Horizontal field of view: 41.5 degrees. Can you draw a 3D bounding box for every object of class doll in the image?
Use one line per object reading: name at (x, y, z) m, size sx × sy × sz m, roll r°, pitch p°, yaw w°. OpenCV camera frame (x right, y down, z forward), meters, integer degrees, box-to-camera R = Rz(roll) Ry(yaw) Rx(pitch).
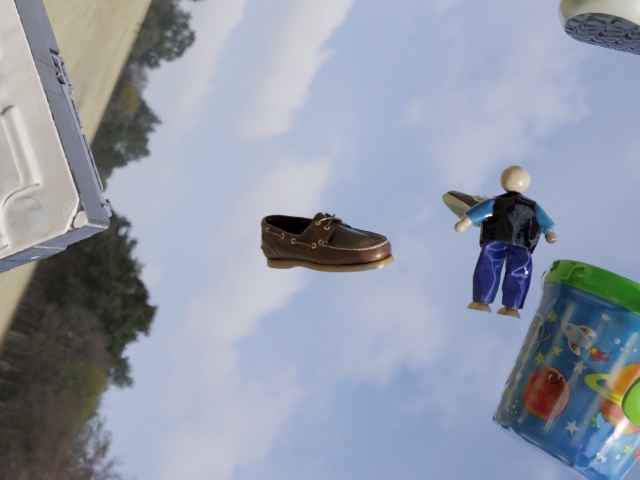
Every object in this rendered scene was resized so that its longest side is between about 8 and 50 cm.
doll at (0.228, -0.002, 1.050) m, size 0.046 × 0.129 × 0.189 m, roll 109°, pitch -7°, yaw -86°

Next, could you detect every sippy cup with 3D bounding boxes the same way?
sippy cup at (0.340, 0.177, 1.058) m, size 0.240 × 0.305 × 0.224 m, roll 28°, pitch -97°, yaw 32°

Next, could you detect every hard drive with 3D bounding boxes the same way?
hard drive at (-0.351, -0.061, 0.649) m, size 0.064 × 0.339 × 0.237 m, roll 13°, pitch 58°, yaw -81°

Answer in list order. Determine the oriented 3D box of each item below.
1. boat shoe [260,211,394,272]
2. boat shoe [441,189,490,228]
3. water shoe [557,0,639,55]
boat shoe at (0.000, 0.000, 1.078) m, size 0.207 × 0.073 × 0.073 m, roll 1°, pitch -75°, yaw 39°
boat shoe at (0.242, -0.044, 1.243) m, size 0.137 × 0.049 × 0.043 m, roll 30°, pitch -110°, yaw 32°
water shoe at (0.198, -0.141, 0.466) m, size 0.073 × 0.203 × 0.080 m, roll 21°, pitch -73°, yaw 40°
